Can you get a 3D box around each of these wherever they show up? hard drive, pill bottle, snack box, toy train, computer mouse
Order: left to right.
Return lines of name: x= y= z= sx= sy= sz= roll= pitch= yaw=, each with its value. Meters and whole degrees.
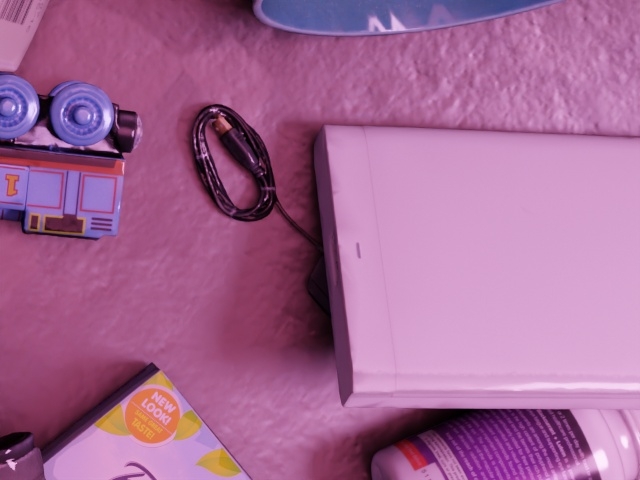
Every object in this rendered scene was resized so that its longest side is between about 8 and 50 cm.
toy train: x=-0.211 y=-0.058 z=1.238 sx=0.184 sy=0.080 sz=0.105 roll=6 pitch=95 yaw=-12
snack box: x=-0.113 y=0.215 z=1.260 sx=0.174 sy=0.070 sz=0.207 roll=-38 pitch=98 yaw=-8
computer mouse: x=0.000 y=0.000 z=1.301 sx=0.242 sy=0.041 sz=0.071 roll=44 pitch=82 yaw=-8
pill bottle: x=0.142 y=0.159 z=1.297 sx=0.193 sy=0.108 sz=0.108 roll=-22 pitch=95 yaw=-11
hard drive: x=0.156 y=0.018 z=1.288 sx=0.307 sy=0.040 sz=0.203 roll=1 pitch=61 yaw=-14

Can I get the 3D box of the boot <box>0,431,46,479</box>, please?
boot: x=-0.271 y=0.277 z=1.186 sx=0.338 sy=0.118 sz=0.223 roll=-34 pitch=95 yaw=2

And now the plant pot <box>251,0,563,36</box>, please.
plant pot: x=0.070 y=-0.290 z=1.216 sx=0.271 sy=0.271 sz=0.255 roll=-8 pitch=82 yaw=-12

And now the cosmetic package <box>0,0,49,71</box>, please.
cosmetic package: x=-0.318 y=-0.213 z=1.134 sx=0.309 sy=0.160 sz=0.113 roll=23 pitch=94 yaw=3
